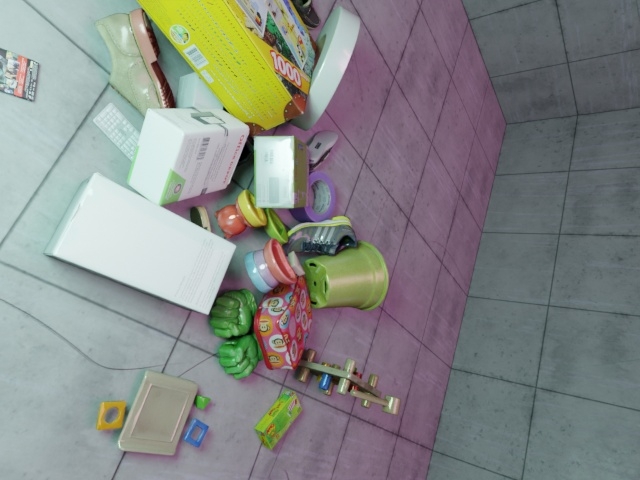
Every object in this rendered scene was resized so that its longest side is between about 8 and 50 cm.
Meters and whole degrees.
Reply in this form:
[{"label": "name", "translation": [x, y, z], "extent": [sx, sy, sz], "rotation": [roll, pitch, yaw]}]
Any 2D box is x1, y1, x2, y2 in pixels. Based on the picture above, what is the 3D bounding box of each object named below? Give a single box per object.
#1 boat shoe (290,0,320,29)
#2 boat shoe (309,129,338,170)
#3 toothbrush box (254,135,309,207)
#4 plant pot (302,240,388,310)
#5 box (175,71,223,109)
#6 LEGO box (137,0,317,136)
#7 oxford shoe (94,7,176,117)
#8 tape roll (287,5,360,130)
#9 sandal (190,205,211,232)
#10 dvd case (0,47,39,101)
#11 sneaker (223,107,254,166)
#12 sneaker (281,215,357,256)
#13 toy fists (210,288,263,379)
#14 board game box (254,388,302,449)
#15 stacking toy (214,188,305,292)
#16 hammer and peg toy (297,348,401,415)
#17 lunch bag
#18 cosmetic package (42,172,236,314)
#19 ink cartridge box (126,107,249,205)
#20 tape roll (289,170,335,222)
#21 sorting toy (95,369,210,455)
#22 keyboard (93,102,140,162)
[{"label": "boat shoe", "translation": [-0.065, -0.827, 1.545], "extent": [0.223, 0.073, 0.080], "rotation": [26, 72, -48]}, {"label": "boat shoe", "translation": [-0.004, -0.341, 1.658], "extent": [0.219, 0.078, 0.070], "rotation": [-53, 165, -39]}, {"label": "toothbrush box", "translation": [-0.113, -0.206, 1.380], "extent": [0.283, 0.122, 0.206], "rotation": [-35, 126, -79]}, {"label": "plant pot", "translation": [0.066, 0.144, 1.641], "extent": [0.254, 0.276, 0.276], "rotation": [-5, 96, -39]}, {"label": "box", "translation": [-0.332, -0.396, 1.225], "extent": [0.101, 0.087, 0.102], "rotation": [13, 82, -51]}, {"label": "LEGO box", "translation": [-0.228, -0.598, 1.178], "extent": [0.500, 0.193, 0.372], "rotation": [49, 36, -41]}, {"label": "oxford shoe", "translation": [-0.444, -0.375, 1.096], "extent": [0.130, 0.123, 0.348], "rotation": [-11, 118, -6]}, {"label": "tape roll", "translation": [0.001, -0.544, 1.414], "extent": [0.072, 0.392, 0.392], "rotation": [21, 73, -18]}, {"label": "sandal", "translation": [-0.310, 0.015, 1.276], "extent": [0.079, 0.088, 0.240], "rotation": [-14, 98, -44]}, {"label": "dvd case", "translation": [-0.646, -0.345, 0.897], "extent": [0.119, 0.013, 0.087], "rotation": [9, 85, -52]}, {"label": "sneaker", "translation": [-0.236, -0.326, 1.318], "extent": [0.087, 0.130, 0.227], "rotation": [24, 71, -51]}, {"label": "sneaker", "translation": [0.000, 0.000, 1.562], "extent": [0.300, 0.121, 0.111], "rotation": [-18, 140, -22]}, {"label": "toy fists", "translation": [-0.254, 0.290, 1.356], "extent": [0.142, 0.096, 0.279], "rotation": [-24, 112, -47]}, {"label": "board game box", "translation": [-0.145, 0.626, 1.549], "extent": [0.181, 0.043, 0.092], "rotation": [-43, 123, -41]}, {"label": "stacking toy", "translation": [-0.187, 0.021, 1.373], "extent": [0.309, 0.130, 0.279], "rotation": [65, 10, 12]}, {"label": "hammer and peg toy", "translation": [0.106, 0.509, 1.603], "extent": [0.266, 0.361, 0.127], "rotation": [43, 59, -42]}, {"label": "lunch bag", "translation": [-0.106, 0.277, 1.453], "extent": [0.293, 0.120, 0.258], "rotation": [-66, 146, -59]}, {"label": "cosmetic package", "translation": [-0.411, 0.021, 1.040], "extent": [0.365, 0.155, 0.197], "rotation": [32, 69, -33]}, {"label": "ink cartridge box", "translation": [-0.324, -0.219, 1.112], "extent": [0.198, 0.115, 0.273], "rotation": [-61, 168, 25]}, {"label": "tape roll", "translation": [-0.032, -0.158, 1.618], "extent": [0.189, 0.080, 0.189], "rotation": [-2, 93, -51]}, {"label": "sorting toy", "translation": [-0.436, 0.460, 1.179], "extent": [0.347, 0.047, 0.196], "rotation": [38, 59, -46]}, {"label": "keyboard", "translation": [-0.463, -0.227, 1.131], "extent": [0.256, 0.014, 0.072], "rotation": [54, 52, -38]}]
